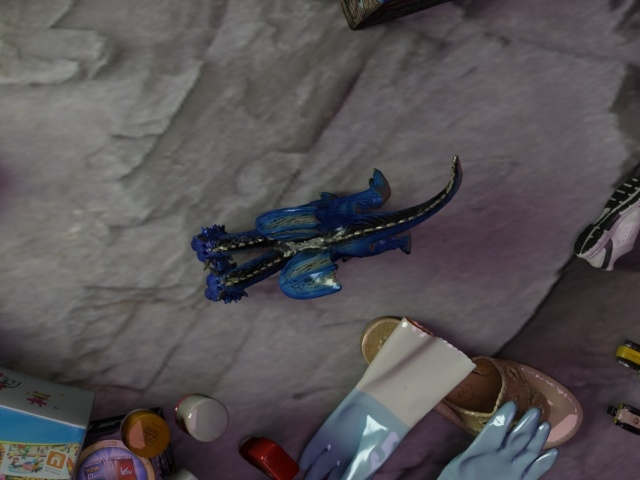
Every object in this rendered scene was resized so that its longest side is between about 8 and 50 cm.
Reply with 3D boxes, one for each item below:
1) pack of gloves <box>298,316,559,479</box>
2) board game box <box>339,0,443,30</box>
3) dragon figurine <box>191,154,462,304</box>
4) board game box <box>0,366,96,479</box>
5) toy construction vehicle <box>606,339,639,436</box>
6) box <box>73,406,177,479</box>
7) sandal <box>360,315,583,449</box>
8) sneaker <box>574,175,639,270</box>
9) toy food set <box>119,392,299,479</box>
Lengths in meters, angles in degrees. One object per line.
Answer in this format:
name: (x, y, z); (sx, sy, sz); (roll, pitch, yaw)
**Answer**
pack of gloves: (0.096, 0.214, 1.066); (0.195, 0.046, 0.232); (34, 118, -1)
board game box: (0.066, -0.313, 0.931); (0.141, 0.291, 0.232); (-19, 96, -1)
dragon figurine: (0.000, 0.000, 1.006); (0.144, 0.289, 0.085); (-26, 101, -38)
board game box: (-0.349, 0.253, 0.987); (0.224, 0.097, 0.303); (17, 99, -9)
toy construction vehicle: (0.328, 0.154, 1.124); (0.098, 0.035, 0.086); (23, 83, -8)
box: (-0.263, 0.296, 1.091); (0.270, 0.060, 0.216); (-11, 97, -2)
sandal: (0.150, 0.148, 1.088); (0.240, 0.079, 0.088); (25, 94, -5)
sneaker: (0.297, -0.017, 1.104); (0.044, 0.040, 0.109); (39, 96, -22)
toy food set: (-0.092, 0.226, 1.063); (0.232, 0.104, 0.111); (46, 75, -14)
